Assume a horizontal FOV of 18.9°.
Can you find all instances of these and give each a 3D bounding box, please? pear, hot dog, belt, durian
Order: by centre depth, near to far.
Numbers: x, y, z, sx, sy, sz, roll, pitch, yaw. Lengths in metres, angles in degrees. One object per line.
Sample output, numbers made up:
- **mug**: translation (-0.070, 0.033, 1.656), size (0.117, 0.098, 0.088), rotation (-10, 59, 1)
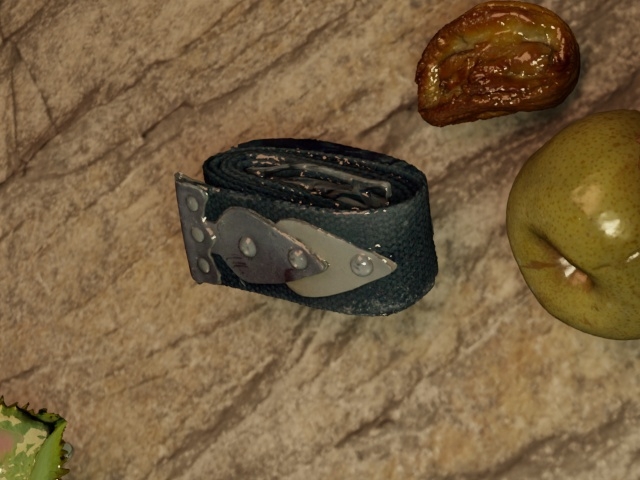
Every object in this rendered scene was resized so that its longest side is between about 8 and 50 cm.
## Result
- **pear**: translation (0.209, -0.013, 1.338), size (0.136, 0.167, 0.167), rotation (-32, 39, -21)
- **belt**: translation (0.000, -0.001, 1.532), size (0.218, 0.128, 0.122), rotation (12, 30, 41)
- **hot dog**: translation (0.138, -0.140, 1.561), size (0.147, 0.065, 0.099), rotation (-5, 66, 33)
- **durian**: translation (-0.287, 0.233, 1.590), size (0.137, 0.095, 0.221), rotation (19, 85, 14)

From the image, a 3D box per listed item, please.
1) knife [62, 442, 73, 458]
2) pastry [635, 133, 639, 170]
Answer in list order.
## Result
- **knife**: translation (-0.318, 0.255, 1.662), size (0.260, 0.034, 0.063), rotation (-41, 36, -3)
- **pastry**: translation (0.373, -0.013, 1.119), size (0.405, 0.292, 0.337), rotation (4, 72, 25)
